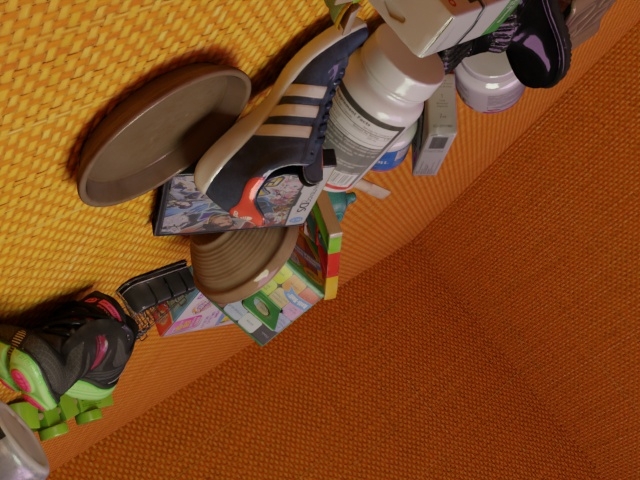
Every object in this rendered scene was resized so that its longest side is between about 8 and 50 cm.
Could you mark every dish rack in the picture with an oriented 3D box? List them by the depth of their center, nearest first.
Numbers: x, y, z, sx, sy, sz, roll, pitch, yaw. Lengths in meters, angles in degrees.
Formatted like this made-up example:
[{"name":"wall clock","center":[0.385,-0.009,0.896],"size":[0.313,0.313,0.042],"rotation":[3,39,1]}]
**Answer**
[{"name":"dish rack","center":[-0.399,0.163,1.933],"size":[0.271,0.074,0.208],"rotation":[-41,169,30]}]

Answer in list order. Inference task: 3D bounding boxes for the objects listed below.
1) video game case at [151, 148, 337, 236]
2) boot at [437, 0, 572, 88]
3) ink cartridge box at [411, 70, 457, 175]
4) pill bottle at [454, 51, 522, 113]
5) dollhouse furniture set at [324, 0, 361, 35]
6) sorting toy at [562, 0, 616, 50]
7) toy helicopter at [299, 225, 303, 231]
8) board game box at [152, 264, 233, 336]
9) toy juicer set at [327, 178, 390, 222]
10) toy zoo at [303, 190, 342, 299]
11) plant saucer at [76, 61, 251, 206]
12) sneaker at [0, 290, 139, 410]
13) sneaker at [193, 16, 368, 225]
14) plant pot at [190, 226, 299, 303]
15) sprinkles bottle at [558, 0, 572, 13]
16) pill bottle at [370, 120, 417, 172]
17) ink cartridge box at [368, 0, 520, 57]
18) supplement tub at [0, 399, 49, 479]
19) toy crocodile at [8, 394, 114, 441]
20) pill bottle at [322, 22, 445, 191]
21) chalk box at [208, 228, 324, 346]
[{"name":"video game case","center":[-0.133,-0.075,1.509],"size":[0.274,0.035,0.248],"rotation":[-5,160,-17]},{"name":"boot","center":[0.297,-0.350,1.607],"size":[0.260,0.131,0.348],"rotation":[-40,136,-11]},{"name":"ink cartridge box","center":[0.225,-0.282,1.835],"size":[0.060,0.239,0.275],"rotation":[0,168,-1]},{"name":"pill bottle","center":[0.361,-0.372,1.909],"size":[0.160,0.160,0.283],"rotation":[-39,171,5]},{"name":"dollhouse furniture set","center":[0.016,-0.323,1.146],"size":[0.058,0.076,0.152],"rotation":[-20,163,-22]},{"name":"sorting toy","center":[0.550,-0.470,1.785],"size":[0.307,0.041,0.229],"rotation":[-36,166,-21]},{"name":"toy helicopter","center":[-0.118,0.058,2.422],"size":[0.355,0.140,0.235],"rotation":[-28,-179,5]},{"name":"board game box","center":[-0.216,0.128,2.196],"size":[0.316,0.064,0.242],"rotation":[-7,152,-40]},{"name":"toy juicer set","center":[0.002,-0.093,2.191],"size":[0.329,0.089,0.209],"rotation":[-31,156,-1]},{"name":"toy zoo","center":[0.000,0.000,2.030],"size":[0.030,0.192,0.293],"rotation":[-12,144,-11]},{"name":"plant saucer","center":[-0.214,-0.145,1.218],"size":[0.278,0.041,0.278],"rotation":[-37,170,-8]},{"name":"sneaker","center":[-0.449,0.173,1.597],"size":[0.202,0.185,0.483],"rotation":[-56,174,-3]},{"name":"sneaker","center":[-0.024,-0.169,1.345],"size":[0.350,0.148,0.131],"rotation":[-48,179,-2]},{"name":"plant pot","center":[-0.166,-0.008,1.703],"size":[0.237,0.110,0.237],"rotation":[-26,-141,24]},{"name":"sprinkles bottle","center":[0.539,-0.560,1.785],"size":[0.121,0.121,0.355],"rotation":[-35,170,-18]},{"name":"pill bottle","center":[0.132,-0.229,1.858],"size":[0.124,0.124,0.221],"rotation":[-36,170,-10]},{"name":"ink cartridge box","center":[0.173,-0.359,1.288],"size":[0.208,0.153,0.087],"rotation":[-30,167,-44]},{"name":"supplement tub","center":[-0.738,0.493,1.820],"size":[0.338,0.207,0.207],"rotation":[-36,171,-8]},{"name":"toy crocodile","center":[-0.608,0.392,2.127],"size":[0.105,0.115,0.340],"rotation":[-21,176,23]},{"name":"pill bottle","center":[0.072,-0.224,1.536],"size":[0.161,0.161,0.283],"rotation":[-28,166,-47]},{"name":"chalk box","center":[-0.116,0.073,1.851],"size":[0.179,0.180,0.289],"rotation":[-40,-157,13]}]
